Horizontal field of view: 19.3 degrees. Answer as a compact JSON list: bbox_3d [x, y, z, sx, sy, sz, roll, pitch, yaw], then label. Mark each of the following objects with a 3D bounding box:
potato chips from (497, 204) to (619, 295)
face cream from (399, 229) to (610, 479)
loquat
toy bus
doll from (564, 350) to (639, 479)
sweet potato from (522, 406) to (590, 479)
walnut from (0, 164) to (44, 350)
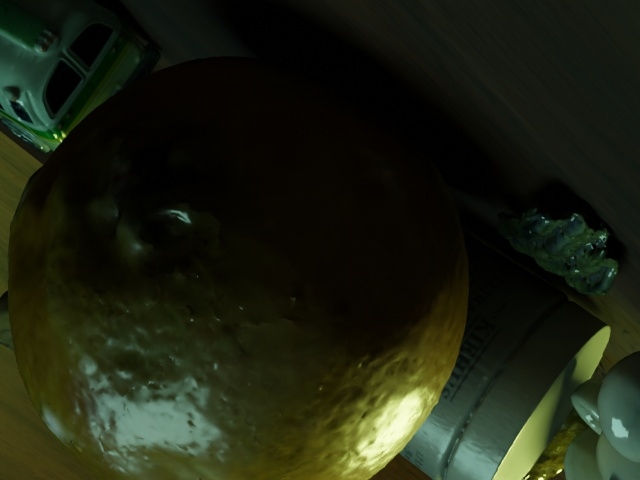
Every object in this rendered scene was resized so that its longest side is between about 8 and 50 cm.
[{"bbox_3d":[0.162,0.004,1.257,0.092,0.028,0.207,34,174,0],"label":"potato chips"},{"bbox_3d":[0.116,0.098,1.469,0.153,0.177,0.177,33,173,16],"label":"face cream"},{"bbox_3d":[-0.059,0.032,1.284,0.328,0.328,0.328,34,173,5],"label":"loquat"},{"bbox_3d":[-0.293,-0.195,1.601,0.276,0.133,0.164,31,172,20],"label":"toy bus"},{"bbox_3d":[0.322,0.233,1.376,0.366,0.187,0.376,40,-170,13],"label":"doll"},{"bbox_3d":[0.078,0.079,1.662,0.370,0.158,0.158,43,176,19],"label":"sweet potato"},{"bbox_3d":[-0.154,0.059,1.862,0.381,0.381,0.381,34,173,5],"label":"walnut"}]
